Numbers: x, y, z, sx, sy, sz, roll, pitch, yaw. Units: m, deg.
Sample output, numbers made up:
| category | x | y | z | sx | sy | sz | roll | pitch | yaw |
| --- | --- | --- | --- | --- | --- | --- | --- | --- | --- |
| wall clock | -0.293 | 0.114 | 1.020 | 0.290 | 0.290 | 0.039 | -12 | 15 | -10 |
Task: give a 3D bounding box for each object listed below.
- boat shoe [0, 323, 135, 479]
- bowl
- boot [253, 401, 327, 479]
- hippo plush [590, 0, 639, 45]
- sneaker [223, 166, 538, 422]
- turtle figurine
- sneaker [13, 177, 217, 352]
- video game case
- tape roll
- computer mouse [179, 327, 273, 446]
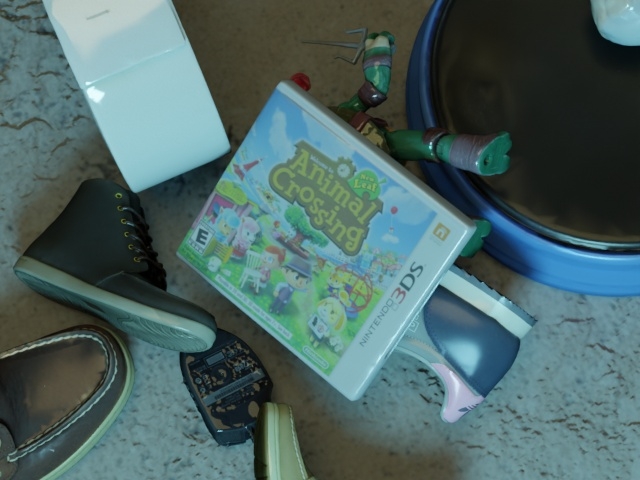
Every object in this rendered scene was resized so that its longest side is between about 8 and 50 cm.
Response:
| category | x | y | z | sx | sy | sz | roll | pitch | yaw |
| --- | --- | --- | --- | --- | --- | --- | --- | --- | --- |
| boat shoe | -0.324 | 0.175 | 1.448 | 0.342 | 0.123 | 0.123 | -27 | 71 | -4 |
| bowl | 0.274 | -0.145 | 1.526 | 0.391 | 0.077 | 0.391 | -1 | 71 | 4 |
| boot | 0.034 | 0.231 | 1.406 | 0.165 | 0.077 | 0.213 | -10 | 83 | -8 |
| hippo plush | 0.344 | -0.271 | 1.395 | 0.234 | 0.236 | 0.294 | -20 | 71 | -2 |
| sneaker | 0.025 | 0.044 | 1.471 | 0.319 | 0.112 | 0.131 | 29 | 90 | 20 |
| turtle figurine | 0.050 | -0.081 | 1.464 | 0.234 | 0.175 | 0.118 | 28 | 43 | 31 |
| sneaker | -0.168 | 0.016 | 1.488 | 0.222 | 0.083 | 0.118 | 20 | 71 | 29 |
| video game case | 0.000 | 0.000 | 1.419 | 0.212 | 0.023 | 0.193 | 39 | 112 | 16 |
| tape roll | -0.178 | -0.188 | 1.471 | 0.100 | 0.286 | 0.286 | -23 | 71 | -3 |
| computer mouse | -0.057 | 0.185 | 1.471 | 0.071 | 0.041 | 0.242 | -23 | 77 | -15 |
